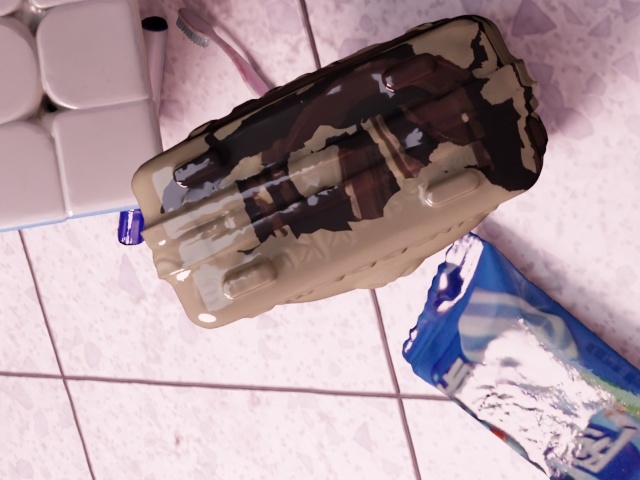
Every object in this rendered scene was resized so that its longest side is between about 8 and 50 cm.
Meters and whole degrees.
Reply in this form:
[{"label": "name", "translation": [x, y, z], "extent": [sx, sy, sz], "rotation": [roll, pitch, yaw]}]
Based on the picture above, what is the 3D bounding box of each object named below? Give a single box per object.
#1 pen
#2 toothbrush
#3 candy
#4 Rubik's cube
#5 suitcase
[{"label": "pen", "translation": [-0.190, -0.114, 1.969], "extent": [0.033, 0.033, 0.269], "rotation": [27, 126, 26]}, {"label": "toothbrush", "translation": [-0.049, -0.142, 1.849], "extent": [0.269, 0.021, 0.027], "rotation": [43, 144, 14]}, {"label": "candy", "translation": [0.221, 0.148, 1.742], "extent": [0.331, 0.077, 0.187], "rotation": [40, 129, 19]}, {"label": "Rubik's cube", "translation": [-0.313, -0.150, 1.769], "extent": [0.292, 0.290, 0.291], "rotation": [-161, 61, -82]}, {"label": "suitcase", "translation": [0.035, -0.060, 1.621], "extent": [0.351, 0.339, 0.194], "rotation": [-23, 94, 10]}]
